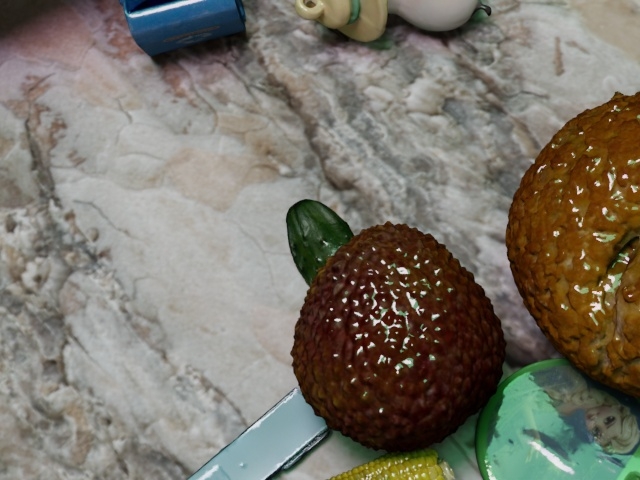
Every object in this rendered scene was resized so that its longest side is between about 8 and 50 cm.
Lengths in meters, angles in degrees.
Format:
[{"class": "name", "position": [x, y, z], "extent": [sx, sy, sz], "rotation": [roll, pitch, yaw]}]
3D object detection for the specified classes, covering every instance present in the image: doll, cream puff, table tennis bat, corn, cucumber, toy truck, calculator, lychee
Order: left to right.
[{"class": "toy truck", "position": [-0.177, -0.369, 1.252], "extent": [0.146, 0.175, 0.367], "rotation": [-13, 64, 0]}, {"class": "calculator", "position": [-0.069, 0.206, 1.044], "extent": [0.172, 0.018, 0.057], "rotation": [-40, 67, -12]}, {"class": "cucumber", "position": [0.000, 0.000, 1.126], "extent": [0.067, 0.035, 0.107], "rotation": [-30, 62, -5]}, {"class": "corn", "position": [0.019, 0.236, 0.989], "extent": [0.203, 0.072, 0.072], "rotation": [-23, 63, -2]}, {"class": "doll", "position": [0.079, -0.334, 1.233], "extent": [0.208, 0.144, 0.271], "rotation": [8, 67, -11]}, {"class": "lychee", "position": [0.067, 0.087, 0.994], "extent": [0.194, 0.194, 0.194], "rotation": [-3, 64, 7]}, {"class": "table tennis bat", "position": [0.251, 0.203, 0.991], "extent": [0.257, 0.039, 0.160], "rotation": [37, 73, 24]}, {"class": "cream puff", "position": [0.309, -0.006, 0.983], "extent": [0.303, 0.212, 0.303], "rotation": [-2, 61, 3]}]
